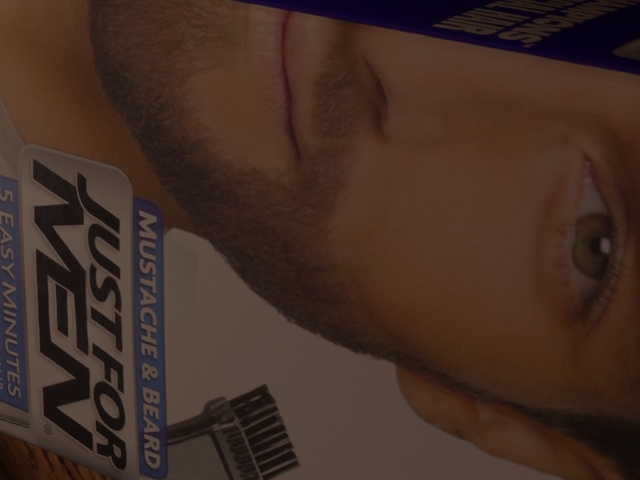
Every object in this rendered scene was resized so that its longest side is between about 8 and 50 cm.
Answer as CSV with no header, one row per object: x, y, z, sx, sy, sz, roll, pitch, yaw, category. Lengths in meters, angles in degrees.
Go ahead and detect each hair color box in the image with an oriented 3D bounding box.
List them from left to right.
0.000,0.000,0.531,0.338,0.110,0.185,15,113,31,hair color box
